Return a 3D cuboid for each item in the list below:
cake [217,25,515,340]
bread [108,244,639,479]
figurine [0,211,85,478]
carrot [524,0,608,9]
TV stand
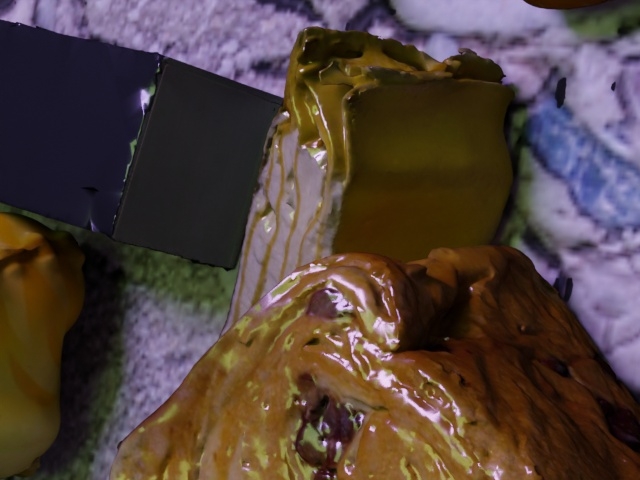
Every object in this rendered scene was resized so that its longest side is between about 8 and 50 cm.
[{"bbox_3d":[0.002,0.003,0.708,0.185,0.116,0.079,-45,55,18],"label":"cake"},{"bbox_3d":[0.031,0.094,0.635,0.158,0.143,0.149,-43,60,26],"label":"bread"},{"bbox_3d":[-0.204,0.069,0.872,0.156,0.131,0.246,52,130,11],"label":"figurine"},{"bbox_3d":[0.169,-0.129,0.637,0.248,0.043,0.043,-15,69,37],"label":"carrot"},{"bbox_3d":[-0.146,-0.060,0.874,0.269,0.083,0.088,15,88,42],"label":"TV stand"}]
